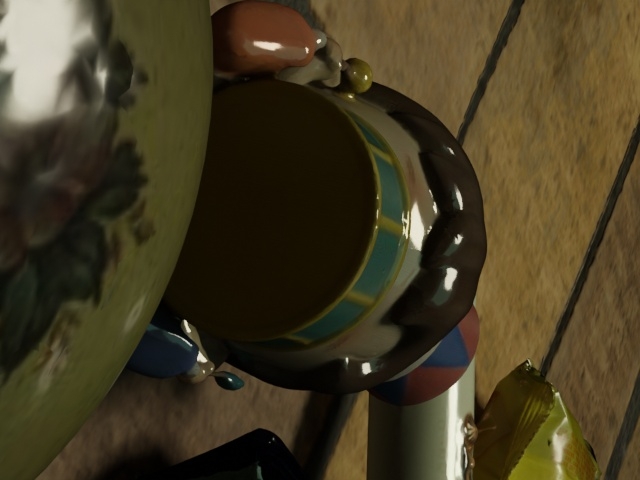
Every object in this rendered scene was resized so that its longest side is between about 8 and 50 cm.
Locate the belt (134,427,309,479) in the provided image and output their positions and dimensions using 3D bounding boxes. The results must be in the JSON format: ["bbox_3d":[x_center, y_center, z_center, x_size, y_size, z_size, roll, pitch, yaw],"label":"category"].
[{"bbox_3d":[-0.025,0.172,0.901,0.198,0.078,0.151,61,7,-55],"label":"belt"}]

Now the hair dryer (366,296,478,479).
[{"bbox_3d":[0.057,0.145,1.059,0.128,0.203,0.362,26,64,-63],"label":"hair dryer"}]

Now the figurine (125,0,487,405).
[{"bbox_3d":[-0.008,-0.004,0.809,0.161,0.158,0.275,-66,157,5],"label":"figurine"}]

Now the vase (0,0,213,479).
[{"bbox_3d":[-0.127,-0.100,0.345,0.329,0.241,0.302,-39,139,-10],"label":"vase"}]

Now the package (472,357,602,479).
[{"bbox_3d":[0.143,0.183,1.355,0.226,0.090,0.168,60,47,-63],"label":"package"}]
